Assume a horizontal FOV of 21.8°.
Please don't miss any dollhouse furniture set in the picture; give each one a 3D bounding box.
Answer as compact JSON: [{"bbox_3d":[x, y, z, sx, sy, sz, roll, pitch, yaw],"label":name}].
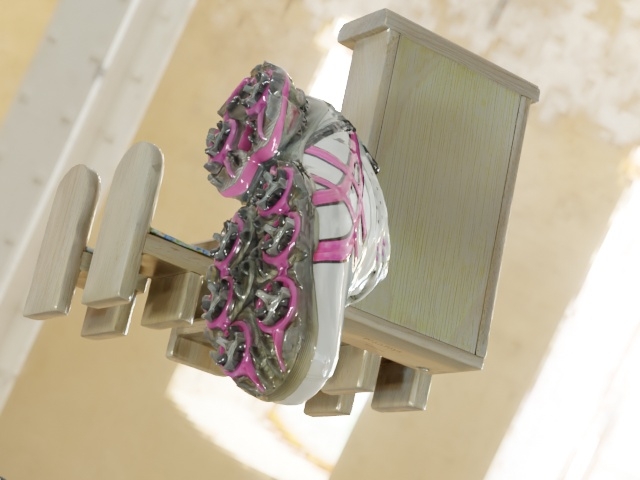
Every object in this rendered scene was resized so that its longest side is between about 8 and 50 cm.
[{"bbox_3d":[-0.009,-0.010,0.932,0.212,0.161,0.242,23,161,-31],"label":"dollhouse furniture set"}]

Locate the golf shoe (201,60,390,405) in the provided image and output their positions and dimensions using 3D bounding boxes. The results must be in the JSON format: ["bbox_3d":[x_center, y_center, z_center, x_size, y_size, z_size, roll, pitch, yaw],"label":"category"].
[{"bbox_3d":[0.000,0.000,0.683,0.086,0.067,0.186,30,-147,-23],"label":"golf shoe"}]

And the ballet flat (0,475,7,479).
[{"bbox_3d":[-0.120,0.049,0.363,0.221,0.077,0.079,39,143,1],"label":"ballet flat"}]
